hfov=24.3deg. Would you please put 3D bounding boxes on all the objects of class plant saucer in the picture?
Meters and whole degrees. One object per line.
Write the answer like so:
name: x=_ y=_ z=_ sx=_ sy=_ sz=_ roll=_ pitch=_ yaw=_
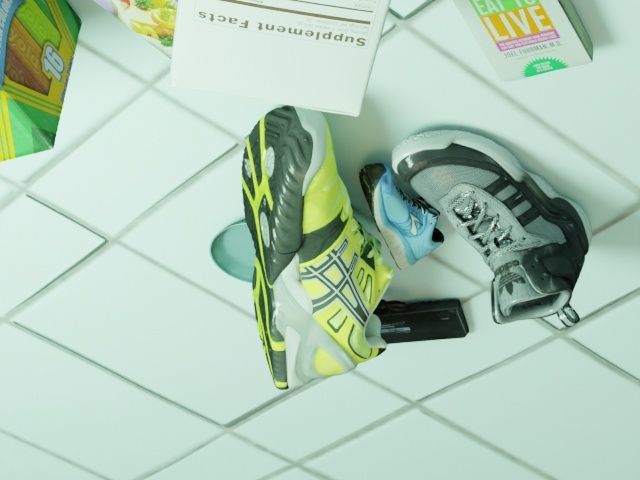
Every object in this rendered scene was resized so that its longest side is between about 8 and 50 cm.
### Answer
plant saucer: x=-0.069 y=0.009 z=1.737 sx=0.119 sy=0.021 sz=0.119 roll=4 pitch=143 yaw=3

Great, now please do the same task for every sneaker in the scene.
sneaker: x=0.187 y=-0.006 z=1.579 sx=0.269 sy=0.153 sz=0.101 roll=28 pitch=137 yaw=-27
sneaker: x=0.000 y=0.000 z=1.634 sx=0.147 sy=0.145 sz=0.384 roll=-11 pitch=137 yaw=-10
sneaker: x=0.093 y=-0.037 z=1.643 sx=0.073 sy=0.063 sz=0.162 roll=-24 pitch=141 yaw=6

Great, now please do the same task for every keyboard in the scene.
keyboard: x=0.086 y=0.095 z=1.833 sx=0.180 sy=0.023 sz=0.108 roll=-7 pitch=147 yaw=14

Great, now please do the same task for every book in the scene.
book: x=0.189 y=-0.213 z=1.414 sx=0.096 sy=0.035 sz=0.144 roll=-12 pitch=141 yaw=27

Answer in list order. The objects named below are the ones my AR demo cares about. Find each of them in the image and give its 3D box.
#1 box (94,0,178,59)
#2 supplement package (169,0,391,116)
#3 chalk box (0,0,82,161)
box: x=-0.187 y=-0.257 z=1.370 sx=0.063 sy=0.067 sz=0.324 roll=-27 pitch=131 yaw=34
supplement package: x=-0.019 y=-0.273 z=1.237 sx=0.175 sy=0.177 sz=0.293 roll=9 pitch=143 yaw=-5
chalk box: x=-0.375 y=-0.217 z=1.352 sx=0.179 sy=0.180 sz=0.289 roll=-11 pitch=141 yaw=21
